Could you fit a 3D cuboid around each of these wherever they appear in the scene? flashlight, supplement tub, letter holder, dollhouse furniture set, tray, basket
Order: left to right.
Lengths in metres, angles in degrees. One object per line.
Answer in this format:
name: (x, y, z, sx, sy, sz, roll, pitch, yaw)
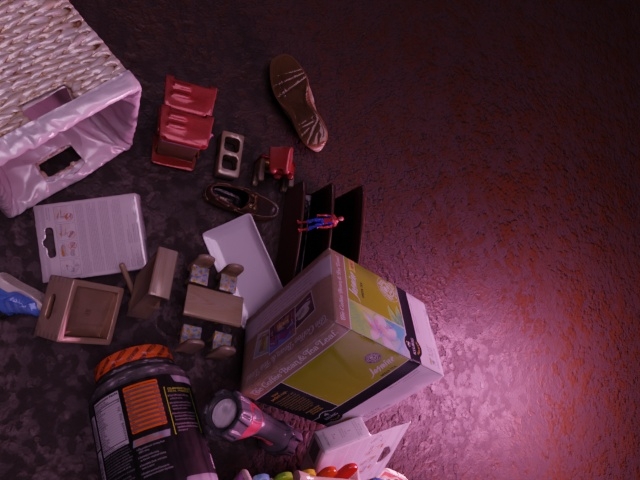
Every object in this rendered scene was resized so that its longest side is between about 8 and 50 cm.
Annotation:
basket: (-0.579, -0.265, 0.986, 0.328, 0.331, 0.266, -41, 98, -26)
supplement tub: (-0.345, 0.398, 1.002, 0.207, 0.207, 0.338, -9, 56, -27)
dollhouse furniture set: (-0.275, 0.125, 1.093, 0.242, 0.161, 0.212, 19, 55, -28)
dollhouse furniture set: (-0.218, -0.249, 1.230, 0.374, 0.201, 0.152, 11, 77, -24)
tray: (-0.184, 0.078, 1.259, 0.145, 0.030, 0.270, -23, 92, 13)
flashlight: (-0.152, 0.432, 1.131, 0.103, 0.103, 0.304, -52, 144, -16)
letter holder: (0.000, 0.000, 1.288, 0.152, 0.214, 0.301, 12, 77, -24)

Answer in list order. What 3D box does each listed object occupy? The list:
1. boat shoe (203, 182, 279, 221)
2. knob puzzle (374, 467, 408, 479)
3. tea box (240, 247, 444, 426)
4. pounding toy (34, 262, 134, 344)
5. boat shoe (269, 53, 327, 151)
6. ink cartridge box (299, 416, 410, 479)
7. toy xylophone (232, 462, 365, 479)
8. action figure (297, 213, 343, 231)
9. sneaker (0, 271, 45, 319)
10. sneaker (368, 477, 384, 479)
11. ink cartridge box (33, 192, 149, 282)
boat shoe: (-0.199, -0.099, 1.288, 0.207, 0.073, 0.073, 13, 75, -25)
knob puzzle: (0.192, 0.731, 1.364, 0.213, 0.030, 0.213, 4, 80, -25)
tea box: (0.040, 0.247, 1.152, 0.324, 0.329, 0.220, 31, 34, -28)
pounding toy: (-0.491, 0.132, 1.091, 0.206, 0.094, 0.181, 26, 72, -59)
boat shoe: (-0.066, -0.385, 1.403, 0.105, 0.089, 0.285, -21, 88, -1)
ink cartridge box: (0.073, 0.532, 1.223, 0.239, 0.275, 0.060, -8, 43, -28)
toy xylophone: (-0.034, 0.547, 1.074, 0.323, 0.236, 0.081, 24, 29, -35)
action figure: (0.000, -0.045, 1.224, 0.115, 0.030, 0.038, -9, 70, 1)
sneaker: (-0.638, 0.141, 1.044, 0.084, 0.058, 0.152, -45, 125, -1)
sneaker: (0.146, 0.735, 1.290, 0.069, 0.082, 0.209, 8, 75, -10)
ink cartridge box: (-0.521, -0.006, 1.138, 0.225, 0.056, 0.180, -9, 85, -8)
